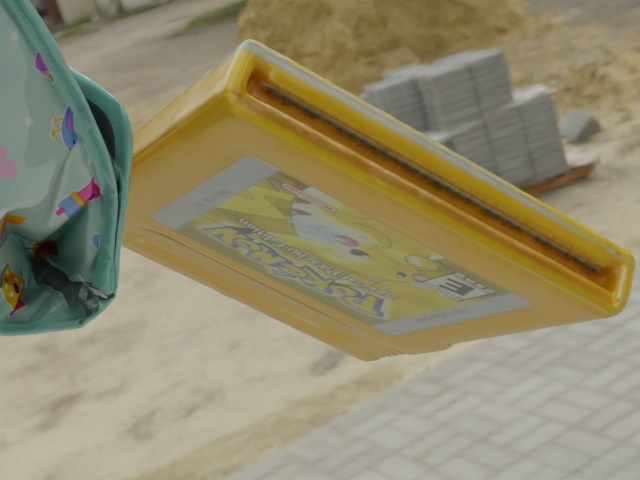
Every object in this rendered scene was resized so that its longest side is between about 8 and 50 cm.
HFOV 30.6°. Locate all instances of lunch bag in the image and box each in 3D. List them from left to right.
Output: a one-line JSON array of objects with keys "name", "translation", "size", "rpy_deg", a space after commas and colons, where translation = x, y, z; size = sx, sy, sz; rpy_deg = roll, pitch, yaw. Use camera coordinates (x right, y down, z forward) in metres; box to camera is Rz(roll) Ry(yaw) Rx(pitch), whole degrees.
[{"name": "lunch bag", "translation": [-0.232, -0.072, 0.660], "size": [0.223, 0.262, 0.160], "rpy_deg": [31, 73, 31]}]

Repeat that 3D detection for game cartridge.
[{"name": "game cartridge", "translation": [0.000, 0.000, 0.800], "size": [0.323, 0.285, 0.053], "rpy_deg": [-25, 42, 60]}]
